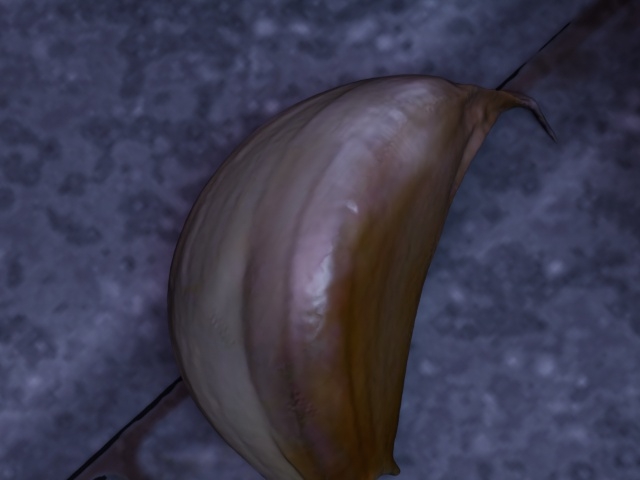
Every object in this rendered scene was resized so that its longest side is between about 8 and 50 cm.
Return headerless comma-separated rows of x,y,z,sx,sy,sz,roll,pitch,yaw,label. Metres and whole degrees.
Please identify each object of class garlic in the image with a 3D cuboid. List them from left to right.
0.002,0.000,0.786,0.128,0.115,0.207,24,82,16,garlic
